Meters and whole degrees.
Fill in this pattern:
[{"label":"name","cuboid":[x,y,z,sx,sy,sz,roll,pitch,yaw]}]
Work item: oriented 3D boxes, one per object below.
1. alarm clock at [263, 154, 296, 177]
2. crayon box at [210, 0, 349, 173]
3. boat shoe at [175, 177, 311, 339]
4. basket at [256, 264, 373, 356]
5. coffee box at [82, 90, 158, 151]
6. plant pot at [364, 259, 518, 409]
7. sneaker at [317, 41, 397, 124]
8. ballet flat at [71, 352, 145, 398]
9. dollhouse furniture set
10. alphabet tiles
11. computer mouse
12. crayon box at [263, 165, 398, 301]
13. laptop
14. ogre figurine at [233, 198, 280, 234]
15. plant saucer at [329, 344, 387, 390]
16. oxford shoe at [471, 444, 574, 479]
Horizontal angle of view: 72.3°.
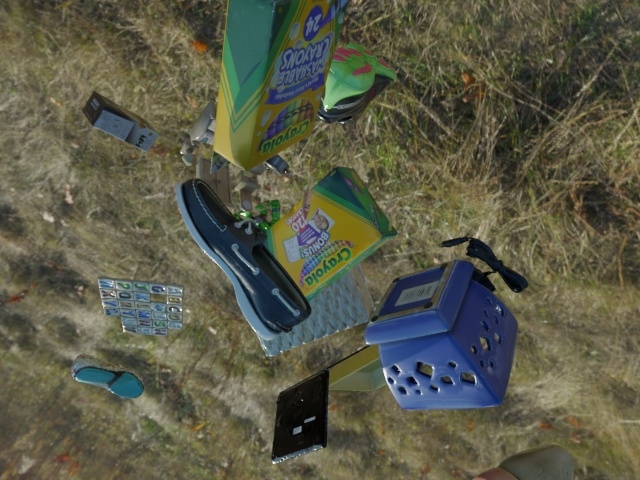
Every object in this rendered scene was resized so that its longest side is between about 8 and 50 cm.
[{"label":"alarm clock","cuboid":[-0.171,-0.292,1.693,0.192,0.064,0.129,33,176,14]},{"label":"crayon box","cuboid":[-0.073,-0.257,0.733,0.083,0.203,0.323,34,135,14]},{"label":"boat shoe","cuboid":[-0.123,0.017,0.726,0.091,0.114,0.303,-31,100,15]},{"label":"basket","cuboid":[-0.047,0.113,1.272,0.327,0.266,0.332,-21,88,5]},{"label":"coffee box","cuboid":[-0.800,-0.473,1.764,0.098,0.141,0.246,-52,147,8]},{"label":"plant pot","cuboid":[0.243,0.186,0.912,0.235,0.236,0.212,-23,107,42]},{"label":"sneaker","cuboid":[0.088,-0.462,1.314,0.185,0.483,0.202,39,121,5]},{"label":"ballet flat","cuboid":[-0.608,0.385,1.270,0.077,0.091,0.241,45,174,43]},{"label":"dollhouse furniture set","cuboid":[-0.246,-0.251,1.362,0.303,0.174,0.355,13,144,-37]},{"label":"alphabet tiles","cuboid":[-0.458,0.179,1.136,0.198,0.009,0.237,7,135,-11]},{"label":"computer mouse","cuboid":[0.312,0.078,0.995,0.184,0.060,0.262,40,158,-12]},{"label":"crayon box","cuboid":[0.000,0.000,0.908,0.278,0.081,0.166,-40,74,28]},{"label":"laptop","cuboid":[0.002,0.402,1.086,0.136,0.265,0.234,24,137,-24]},{"label":"ogre figurine","cuboid":[-0.233,-0.075,1.666,0.196,0.097,0.118,-24,108,-6]},{"label":"plant saucer","cuboid":[0.219,0.441,1.592,0.332,0.081,0.332,-37,143,25]},{"label":"oxford shoe","cuboid":[0.311,0.459,0.709,0.140,0.146,0.397,50,154,37]}]
